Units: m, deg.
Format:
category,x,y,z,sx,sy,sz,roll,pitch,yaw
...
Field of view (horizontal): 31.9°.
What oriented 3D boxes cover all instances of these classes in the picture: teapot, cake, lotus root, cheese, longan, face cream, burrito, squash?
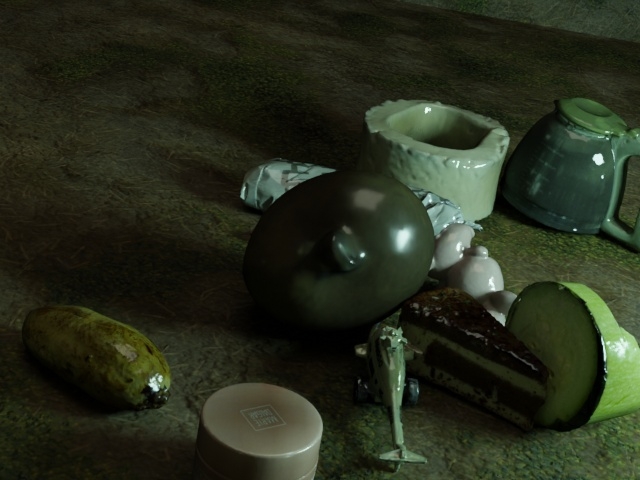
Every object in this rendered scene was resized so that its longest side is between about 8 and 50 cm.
category,x,y,z,sx,sy,sz,roll,pitch,yaw
teapot,0.515,-0.139,2.194,0.239,0.239,0.322,2,33,-23
cake,0.238,0.163,1.643,0.246,0.112,0.135,24,27,25
lotus root,-0.304,0.149,1.498,0.258,0.097,0.110,21,31,29
cheese,0.230,-0.165,2.249,0.292,0.153,0.332,20,29,19
longan,0.028,0.020,1.684,0.243,0.300,0.300,56,33,-2
face cream,-0.077,0.255,1.352,0.149,0.104,0.149,8,26,-4
burrito,0.078,-0.068,2.060,0.445,0.101,0.139,11,21,6
squash,0.363,0.155,1.583,0.133,0.220,0.220,-9,32,-27

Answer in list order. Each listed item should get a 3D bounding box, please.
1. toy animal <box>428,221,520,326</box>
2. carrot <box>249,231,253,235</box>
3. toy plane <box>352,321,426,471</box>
category,x,y,z,sx,sy,sz,roll,pitch,yaw
toy animal,0.256,0.077,1.843,0.124,0.124,0.212,-17,58,-43
carrot,0.000,0.000,1.950,0.247,0.059,0.059,6,26,-3
toy plane,0.097,0.206,1.527,0.092,0.108,0.286,6,39,-6
